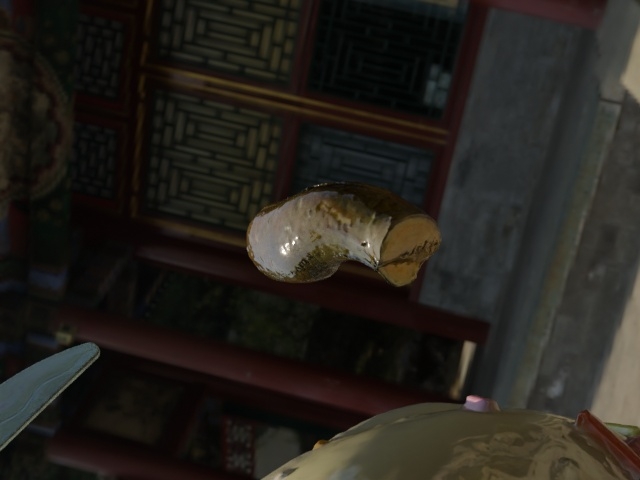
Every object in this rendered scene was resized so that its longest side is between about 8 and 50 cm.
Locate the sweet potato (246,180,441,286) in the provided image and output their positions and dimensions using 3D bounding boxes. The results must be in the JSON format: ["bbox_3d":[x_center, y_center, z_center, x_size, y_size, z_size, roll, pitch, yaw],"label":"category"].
[{"bbox_3d":[-0.003,0.006,0.979,0.286,0.112,0.085,-20,42,61],"label":"sweet potato"}]

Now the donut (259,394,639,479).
[{"bbox_3d":[0.098,0.247,0.483,0.142,0.383,0.382,-46,24,57],"label":"donut"}]

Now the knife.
[{"bbox_3d":[-0.259,0.160,0.792,0.260,0.063,0.034,-50,-39,-36],"label":"knife"}]
